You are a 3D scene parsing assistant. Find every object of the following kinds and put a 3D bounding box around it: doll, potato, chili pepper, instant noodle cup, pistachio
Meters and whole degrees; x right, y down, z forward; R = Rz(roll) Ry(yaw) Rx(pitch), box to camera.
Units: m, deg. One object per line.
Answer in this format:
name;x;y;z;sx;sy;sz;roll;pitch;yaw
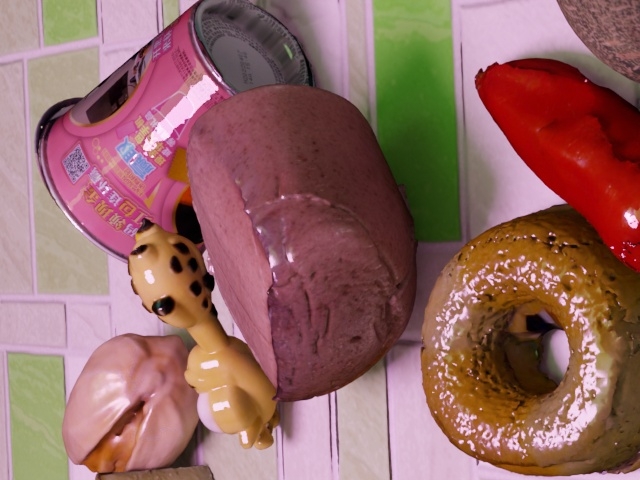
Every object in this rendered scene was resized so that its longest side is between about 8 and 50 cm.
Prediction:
doll;-0.122;0.103;1.845;0.086;0.117;0.291;-14;122;24
potato;-0.203;0.324;2.016;0.120;0.149;0.081;-53;48;42
chili pepper;0.242;-0.066;1.476;0.387;0.110;0.110;47;127;45
instant noodle cup;-0.144;-0.127;1.868;0.255;0.244;0.244;-41;61;36
pistachio;-0.222;0.202;2.037;0.157;0.157;0.229;61;140;29

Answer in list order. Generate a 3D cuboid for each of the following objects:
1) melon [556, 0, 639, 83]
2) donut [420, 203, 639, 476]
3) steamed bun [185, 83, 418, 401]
melon;0.281;-0.272;1.300;0.249;0.249;0.329;-6;85;51
donut;0.194;0.096;1.542;0.272;0.107;0.272;5;97;49
steamed bun;0.000;0.000;1.696;0.301;0.199;0.251;88;156;-58
